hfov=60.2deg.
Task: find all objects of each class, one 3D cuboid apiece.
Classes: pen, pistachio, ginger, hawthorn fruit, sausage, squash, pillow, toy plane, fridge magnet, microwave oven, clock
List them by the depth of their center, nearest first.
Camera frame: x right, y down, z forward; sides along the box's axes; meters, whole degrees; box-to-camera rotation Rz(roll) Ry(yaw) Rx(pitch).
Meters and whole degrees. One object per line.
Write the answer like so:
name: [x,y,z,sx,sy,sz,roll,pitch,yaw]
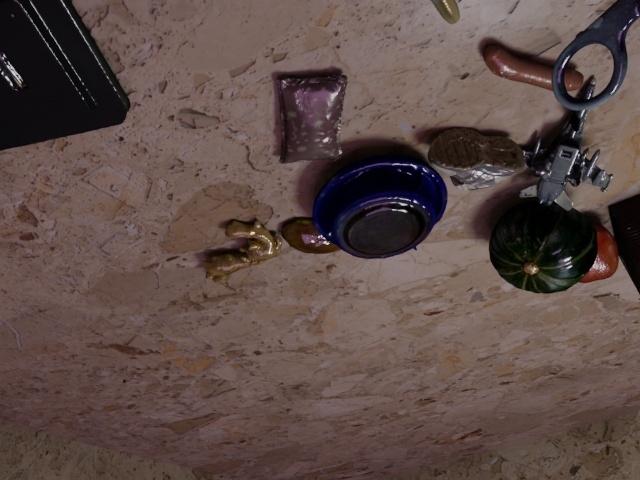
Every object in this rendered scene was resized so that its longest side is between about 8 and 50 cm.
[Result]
pen: [0.126,-0.369,0.726,0.040,0.032,0.233,-4,151,37]
clock: [-0.450,-0.244,0.778,0.274,0.049,0.278,-11,143,6]
sausage: [0.339,-0.271,0.885,0.186,0.043,0.043,8,141,-19]
pillow: [-0.015,-0.194,0.923,0.118,0.043,0.185,-3,143,-2]
toy plane: [0.447,-0.166,1.006,0.192,0.088,0.262,16,142,14]
fridge magnet: [0.116,-0.056,1.070,0.266,0.112,0.265,-4,142,-3]
squash: [0.465,0.013,1.160,0.172,0.218,0.218,-30,158,-36]
pistachio: [0.000,0.000,1.178,0.173,0.049,0.089,6,142,-16]
ginger: [-0.168,0.033,1.191,0.176,0.052,0.193,0,142,0]
microwave oven: [0.777,0.014,1.226,0.188,0.178,0.247,-20,142,20]
hawthorn fruit: [0.601,0.021,1.254,0.133,0.132,0.137,-14,127,9]

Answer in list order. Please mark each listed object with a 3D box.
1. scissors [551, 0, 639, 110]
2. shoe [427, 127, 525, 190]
scissors: [0.389,-0.317,0.604,0.029,0.255,0.383,-30,-173,-36]
shoe: [0.276,-0.143,1.015,0.180,0.089,0.092,3,154,-10]
